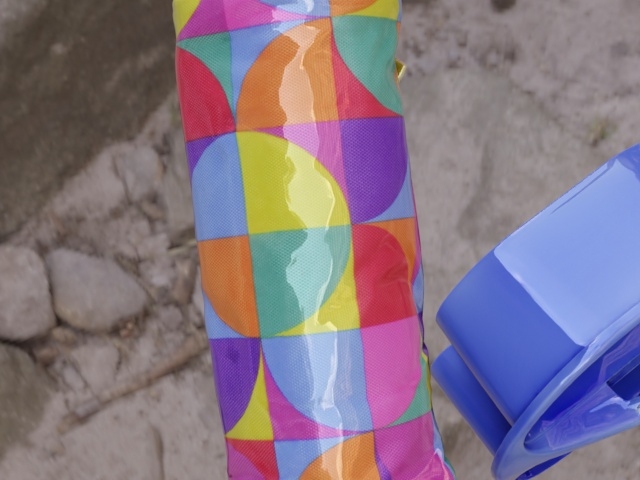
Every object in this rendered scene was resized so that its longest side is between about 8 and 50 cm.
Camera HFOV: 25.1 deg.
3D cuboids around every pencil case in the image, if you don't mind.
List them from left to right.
[{"bbox_3d":[0.000,0.000,0.600,0.104,0.104,0.236,-4,91,0],"label":"pencil case"}]

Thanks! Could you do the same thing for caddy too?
[{"bbox_3d":[0.257,0.076,1.269,0.341,0.241,0.179,-36,65,-16],"label":"caddy"}]
